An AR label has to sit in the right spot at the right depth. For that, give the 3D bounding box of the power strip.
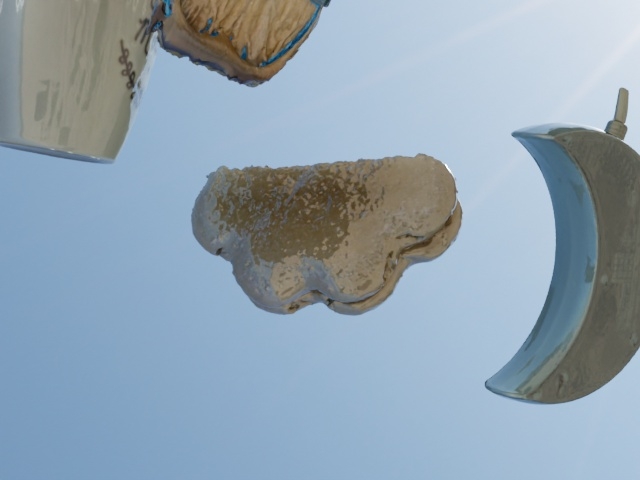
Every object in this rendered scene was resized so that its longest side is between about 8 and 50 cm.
[{"bbox_3d":[0.177,0.003,0.767,0.137,0.044,0.216,3,-83,-32],"label":"power strip"}]

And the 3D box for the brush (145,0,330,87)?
[{"bbox_3d":[0.001,-0.124,0.333,0.051,0.014,0.164,22,-85,-29],"label":"brush"}]

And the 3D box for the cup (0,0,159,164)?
[{"bbox_3d":[-0.256,-0.203,1.213,0.186,0.258,0.234,9,-89,1],"label":"cup"}]

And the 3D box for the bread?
[{"bbox_3d":[-0.002,-0.004,1.346,0.102,0.337,0.183,51,-138,-55],"label":"bread"}]
